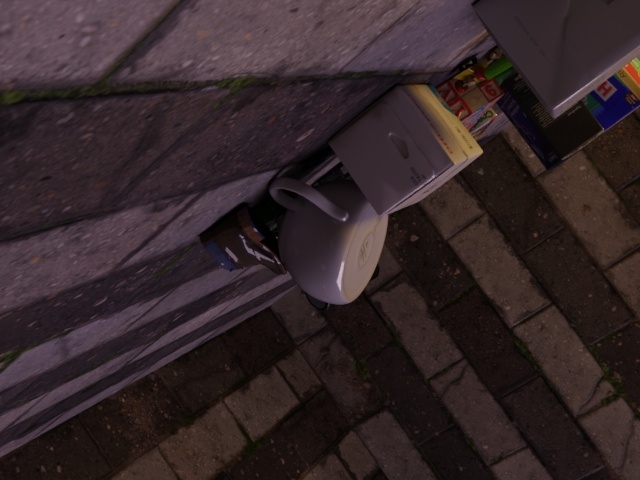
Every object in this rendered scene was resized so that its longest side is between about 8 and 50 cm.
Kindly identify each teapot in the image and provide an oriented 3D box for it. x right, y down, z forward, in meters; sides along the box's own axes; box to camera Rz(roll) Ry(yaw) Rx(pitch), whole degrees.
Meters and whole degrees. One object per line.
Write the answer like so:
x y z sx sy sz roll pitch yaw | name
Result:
0.002 -0.012 1.631 0.252 0.187 0.256 -33 138 -60 | teapot

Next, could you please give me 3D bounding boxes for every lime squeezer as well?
0.398 -0.360 1.889 0.110 0.059 0.310 -56 -174 -14 | lime squeezer

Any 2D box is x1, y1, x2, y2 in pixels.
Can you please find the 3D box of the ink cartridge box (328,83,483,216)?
0.160 -0.169 1.582 0.168 0.171 0.233 -38 174 24 | ink cartridge box

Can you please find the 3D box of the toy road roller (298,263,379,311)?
0.000 0.000 2.254 0.202 0.241 0.329 -32 137 -32 | toy road roller

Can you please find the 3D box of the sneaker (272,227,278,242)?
-0.084 -0.014 1.935 0.232 0.081 0.090 -37 -178 30 | sneaker

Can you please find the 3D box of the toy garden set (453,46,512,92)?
0.375 -0.384 1.677 0.244 0.049 0.204 -41 -171 -36 | toy garden set

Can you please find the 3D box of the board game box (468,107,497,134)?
0.289 -0.224 2.189 0.305 0.053 0.193 -34 174 -9 | board game box

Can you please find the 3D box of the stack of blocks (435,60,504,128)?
0.259 -0.257 1.883 0.171 0.087 0.297 -34 175 -14 | stack of blocks

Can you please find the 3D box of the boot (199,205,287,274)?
-0.141 0.017 1.634 0.106 0.082 0.219 -24 145 7 | boot

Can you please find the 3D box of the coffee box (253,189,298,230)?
-0.115 -0.040 1.716 0.184 0.040 0.113 -35 172 -2 | coffee box

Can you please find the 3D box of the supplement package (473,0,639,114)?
0.390 -0.335 1.374 0.198 0.199 0.263 -37 175 15 | supplement package

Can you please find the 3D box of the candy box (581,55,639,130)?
0.560 -0.362 1.861 0.122 0.268 0.317 -37 175 -23 | candy box

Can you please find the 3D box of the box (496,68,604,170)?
0.468 -0.263 1.797 0.108 0.207 0.153 -35 173 1 | box

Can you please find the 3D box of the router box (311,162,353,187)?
0.040 -0.133 1.886 0.092 0.038 0.122 -37 174 17 | router box
